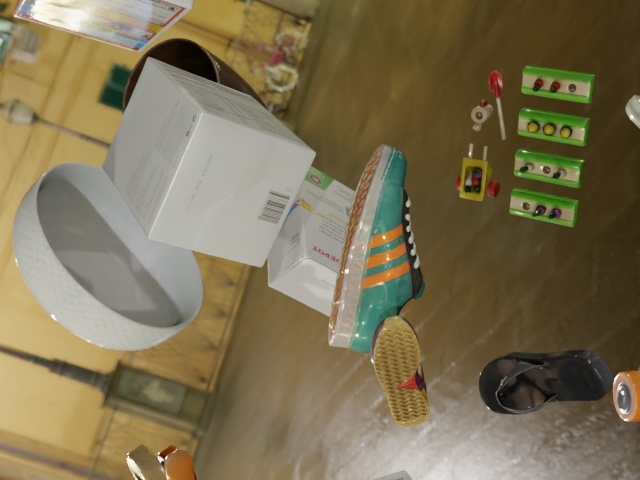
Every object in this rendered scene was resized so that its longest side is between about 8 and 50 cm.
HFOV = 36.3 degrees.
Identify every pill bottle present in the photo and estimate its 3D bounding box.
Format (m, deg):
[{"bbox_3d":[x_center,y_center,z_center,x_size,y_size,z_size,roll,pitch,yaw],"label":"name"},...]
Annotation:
[{"bbox_3d":[0.645,0.266,1.714,0.130,0.246,0.130,178,90,-80],"label":"pill bottle"}]

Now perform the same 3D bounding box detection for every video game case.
[{"bbox_3d":[-0.319,-0.337,1.399,0.285,0.204,0.025,-5,73,65],"label":"video game case"}]

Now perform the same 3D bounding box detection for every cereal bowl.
[{"bbox_3d":[-0.359,0.044,1.584,0.141,0.339,0.339,-41,22,24],"label":"cereal bowl"}]

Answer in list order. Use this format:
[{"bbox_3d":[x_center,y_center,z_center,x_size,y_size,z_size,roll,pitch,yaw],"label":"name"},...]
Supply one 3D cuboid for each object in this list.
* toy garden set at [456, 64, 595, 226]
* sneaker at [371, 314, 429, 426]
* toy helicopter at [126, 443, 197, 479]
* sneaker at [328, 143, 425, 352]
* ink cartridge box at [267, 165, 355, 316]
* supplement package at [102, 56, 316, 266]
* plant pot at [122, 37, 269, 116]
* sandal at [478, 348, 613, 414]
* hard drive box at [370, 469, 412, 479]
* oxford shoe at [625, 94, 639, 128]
[{"bbox_3d":[0.312,-0.151,1.536,0.049,0.204,0.244,-30,-52,-50],"label":"toy garden set"},{"bbox_3d":[0.105,0.166,1.342,0.084,0.069,0.185,-100,-1,-58],"label":"sneaker"},{"bbox_3d":[-0.206,0.484,1.614,0.140,0.355,0.235,-33,-16,-26],"label":"toy helicopter"},{"bbox_3d":[0.096,0.016,1.397,0.108,0.121,0.302,-109,30,-75],"label":"sneaker"},{"bbox_3d":[0.000,0.000,1.954,0.117,0.201,0.278,-40,36,31],"label":"ink cartridge box"},{"bbox_3d":[-0.177,-0.122,1.482,0.199,0.198,0.262,-64,35,15],"label":"supplement package"},{"bbox_3d":[-0.199,-0.230,1.762,0.230,0.215,0.215,10,-76,-58],"label":"plant pot"},{"bbox_3d":[0.310,0.209,1.426,0.054,0.097,0.254,-34,1,-33],"label":"sandal"},{"bbox_3d":[0.153,0.607,2.012,0.232,0.181,0.089,52,140,41],"label":"hard drive box"},{"bbox_3d":[0.686,-0.140,1.554,0.449,0.169,0.130,42,118,41],"label":"oxford shoe"}]
